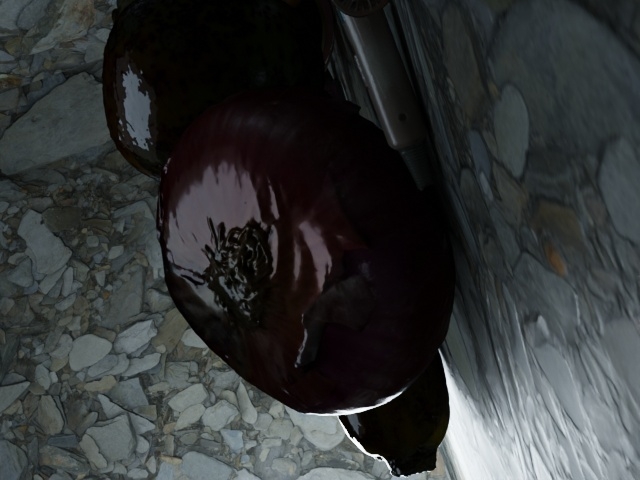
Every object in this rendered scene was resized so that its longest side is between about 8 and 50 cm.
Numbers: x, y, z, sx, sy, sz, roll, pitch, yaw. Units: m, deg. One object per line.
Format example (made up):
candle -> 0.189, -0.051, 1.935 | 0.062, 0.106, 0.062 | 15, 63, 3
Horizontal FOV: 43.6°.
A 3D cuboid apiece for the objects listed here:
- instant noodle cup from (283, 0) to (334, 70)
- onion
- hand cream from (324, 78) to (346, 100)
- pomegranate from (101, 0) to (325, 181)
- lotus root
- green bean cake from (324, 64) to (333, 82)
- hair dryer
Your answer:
instant noodle cup -> -0.090, -0.335, 1.241 | 0.255, 0.244, 0.243 | -85, -24, -71
onion -> 0.000, 0.000, 0.843 | 0.348, 0.285, 0.347 | 23, 128, 33
hand cream -> -0.036, -0.215, 1.314 | 0.275, 0.050, 0.078 | -21, -60, -51
pomegranate -> -0.166, -0.222, 1.017 | 0.341, 0.285, 0.285 | 43, 164, 34
lotus root -> 0.098, 0.201, 1.318 | 0.179, 0.196, 0.397 | 36, -150, -51
green bean cake -> -0.076, -0.223, 1.532 | 0.247, 0.250, 0.156 | 63, -172, -61
hair dryer -> 0.049, -0.157, 0.667 | 0.195, 0.054, 0.220 | -106, -10, -60
